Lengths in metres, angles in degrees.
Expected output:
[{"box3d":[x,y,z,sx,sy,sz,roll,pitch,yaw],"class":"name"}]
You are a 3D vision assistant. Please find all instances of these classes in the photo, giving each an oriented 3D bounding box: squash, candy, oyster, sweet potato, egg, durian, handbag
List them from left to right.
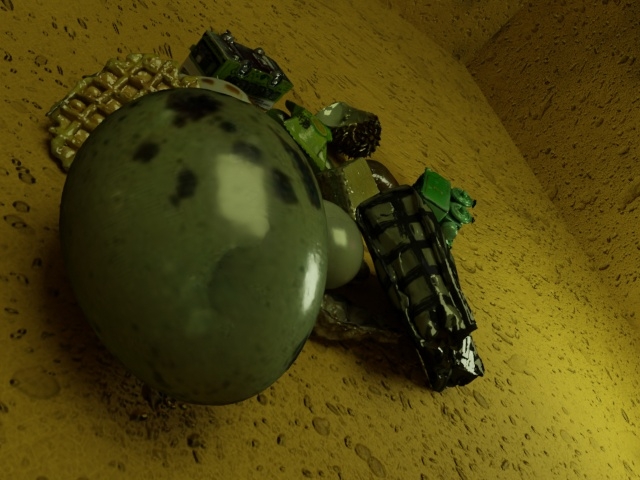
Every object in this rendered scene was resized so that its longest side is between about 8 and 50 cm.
[{"box3d":[-0.157,0.004,0.826,0.345,0.345,0.428,3,60,-50],"class":"egg"},{"box3d":[-0.051,-0.234,1.528,0.229,0.066,0.066,47,30,-1],"class":"squash"},{"box3d":[-0.026,-0.250,1.429,0.149,0.069,0.246,42,25,-17],"class":"candy"},{"box3d":[0.000,0.000,1.218,0.151,0.151,0.209,13,37,-44],"class":"egg"},{"box3d":[0.016,0.135,1.166,0.345,0.079,0.129,20,18,-35],"class":"oyster"},{"box3d":[0.067,-0.308,1.682,0.144,0.139,0.252,32,-1,-33],"class":"durian"},{"box3d":[0.119,-0.162,1.641,0.346,0.079,0.108,-3,68,-49],"class":"sweet potato"},{"box3d":[0.210,0.104,1.257,0.325,0.162,0.327,56,15,-56],"class":"handbag"}]

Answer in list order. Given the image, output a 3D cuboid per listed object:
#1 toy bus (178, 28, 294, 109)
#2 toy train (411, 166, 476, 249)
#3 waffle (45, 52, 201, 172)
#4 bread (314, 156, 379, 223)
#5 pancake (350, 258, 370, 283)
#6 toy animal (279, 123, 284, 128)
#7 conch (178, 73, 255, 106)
[{"box3d":[-0.190,-0.389,1.472,0.113,0.139,0.301,55,23,14],"class":"toy bus"},{"box3d":[0.337,-0.094,1.791,0.188,0.132,0.243,34,31,-5],"class":"toy train"},{"box3d":[-0.315,-0.206,1.058,0.280,0.060,0.262,-6,67,-23],"class":"waffle"},{"box3d":[0.059,-0.112,1.440,0.196,0.102,0.138,-37,116,-60],"class":"bread"},{"box3d":[0.052,0.040,1.364,0.139,0.022,0.139,33,32,-24],"class":"pancake"},{"box3d":[-0.105,-0.195,1.396,0.269,0.082,0.137,28,37,-41],"class":"toy animal"},{"box3d":[-0.181,-0.202,1.215,0.183,0.148,0.275,-74,148,-73],"class":"conch"}]
